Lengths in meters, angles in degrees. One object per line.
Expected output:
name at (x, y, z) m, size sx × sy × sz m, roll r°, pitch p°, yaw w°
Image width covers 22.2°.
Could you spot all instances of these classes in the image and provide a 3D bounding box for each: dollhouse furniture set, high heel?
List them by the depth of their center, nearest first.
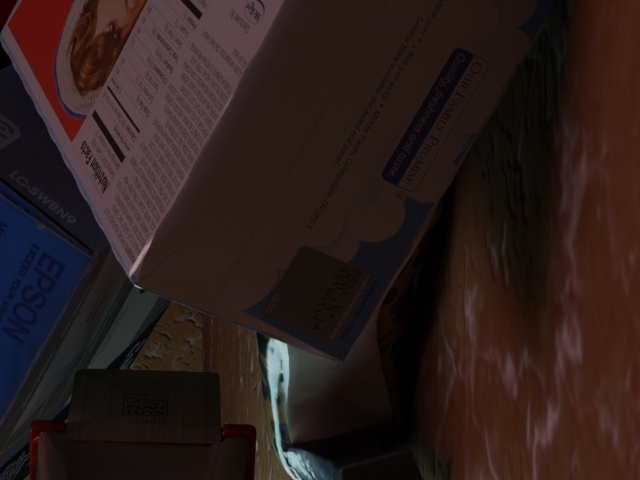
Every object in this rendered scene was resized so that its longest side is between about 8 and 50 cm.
dollhouse furniture set at (-0.082, 0.205, 0.757) m, size 0.135 × 0.262 × 0.259 m, roll -103°, pitch 17°, yaw -71°
high heel at (0.000, 0.000, 0.776) m, size 0.186 × 0.093 × 0.261 m, roll -163°, pitch 68°, yaw -81°

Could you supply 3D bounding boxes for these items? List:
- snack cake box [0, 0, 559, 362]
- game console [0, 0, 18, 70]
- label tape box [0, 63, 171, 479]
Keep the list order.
snack cake box at (-0.032, -0.086, 0.624) m, size 0.152 × 0.089 × 0.264 m, roll -60°, pitch 29°, yaw 13°
game console at (-0.119, -0.143, 0.948) m, size 0.342 × 0.060 × 0.386 m, roll -54°, pitch -4°, yaw -15°
label tape box at (-0.125, -0.004, 0.874) m, size 0.241 × 0.106 × 0.334 m, roll -57°, pitch -5°, yaw 32°
